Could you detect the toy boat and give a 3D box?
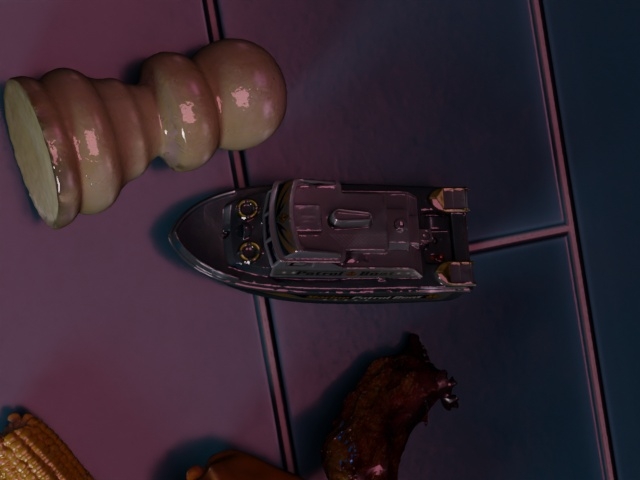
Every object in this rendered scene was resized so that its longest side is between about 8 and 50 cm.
[{"bbox_3d":[0.002,-0.001,1.842,0.296,0.122,0.114,2,67,-14],"label":"toy boat"}]

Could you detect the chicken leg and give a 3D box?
[{"bbox_3d":[0.061,0.183,1.860,0.234,0.105,0.063,-56,136,-32],"label":"chicken leg"}]

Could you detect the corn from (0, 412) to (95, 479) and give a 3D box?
[{"bbox_3d":[-0.227,0.264,1.810,0.080,0.080,0.238,-38,103,-11],"label":"corn"}]

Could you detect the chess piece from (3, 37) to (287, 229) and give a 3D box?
[{"bbox_3d":[-0.150,-0.112,1.793,0.251,0.144,0.144,-17,97,-21],"label":"chess piece"}]

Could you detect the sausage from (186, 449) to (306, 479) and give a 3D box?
[{"bbox_3d":[-0.031,0.291,1.839,0.241,0.136,0.120,40,94,-17],"label":"sausage"}]
